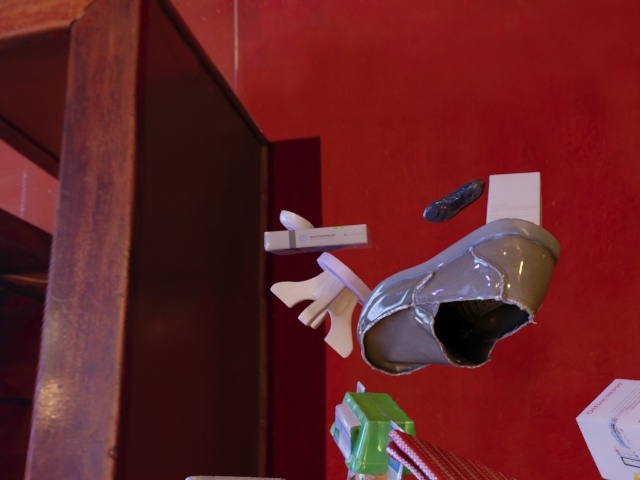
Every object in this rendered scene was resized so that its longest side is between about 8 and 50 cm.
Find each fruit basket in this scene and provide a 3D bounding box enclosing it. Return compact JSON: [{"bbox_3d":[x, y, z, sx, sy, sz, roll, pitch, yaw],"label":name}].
[{"bbox_3d":[0.100,0.534,1.493,0.166,0.327,0.352,11,95,-14],"label":"fruit basket"}]

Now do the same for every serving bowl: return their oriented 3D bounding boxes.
[{"bbox_3d":[-0.056,-0.034,1.481,0.083,0.083,0.027,23,77,19],"label":"serving bowl"}]

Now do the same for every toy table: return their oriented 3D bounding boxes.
[{"bbox_3d":[0.019,0.145,1.628,0.252,0.274,0.161,40,85,22],"label":"toy table"}]

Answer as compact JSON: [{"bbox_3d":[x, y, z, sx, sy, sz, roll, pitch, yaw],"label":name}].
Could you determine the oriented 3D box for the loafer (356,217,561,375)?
[{"bbox_3d":[0.107,0.072,0.603,0.094,0.251,0.087,29,50,-12],"label":"loafer"}]

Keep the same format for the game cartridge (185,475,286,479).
[{"bbox_3d":[-0.201,0.699,1.670,0.060,0.294,0.195,-35,50,42],"label":"game cartridge"}]

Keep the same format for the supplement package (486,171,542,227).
[{"bbox_3d":[0.405,-0.046,1.377,0.105,0.105,0.179,-3,43,21],"label":"supplement package"}]

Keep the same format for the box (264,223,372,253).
[{"bbox_3d":[0.000,0.000,1.249,0.186,0.145,0.038,-4,85,8],"label":"box"}]

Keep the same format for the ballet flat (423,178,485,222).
[{"bbox_3d":[0.324,-0.092,1.597,0.173,0.049,0.057,-31,94,32],"label":"ballet flat"}]

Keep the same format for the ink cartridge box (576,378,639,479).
[{"bbox_3d":[0.713,0.415,1.412,0.171,0.233,0.168,-29,99,-28],"label":"ink cartridge box"}]

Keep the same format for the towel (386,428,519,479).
[{"bbox_3d":[0.203,0.284,0.646,0.031,0.275,0.199,-58,32,2],"label":"towel"}]
